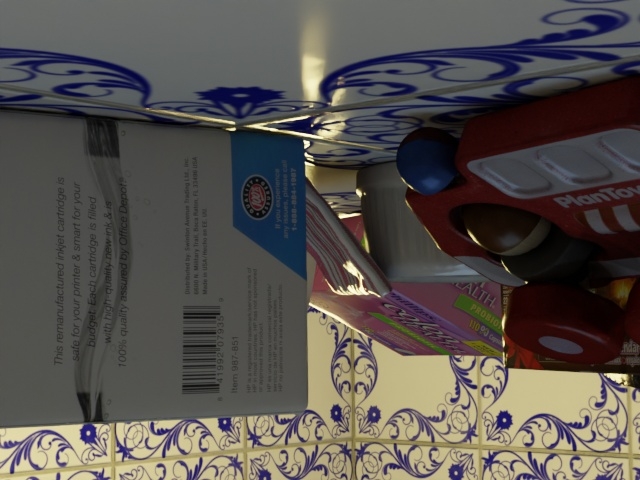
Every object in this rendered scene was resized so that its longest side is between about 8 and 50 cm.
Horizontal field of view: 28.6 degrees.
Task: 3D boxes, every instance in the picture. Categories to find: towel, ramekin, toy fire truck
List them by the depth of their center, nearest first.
[{"bbox_3d":[0.195,-0.028,0.946,0.254,0.169,0.302,31,157,-32],"label":"toy fire truck"},{"bbox_3d":[0.138,-0.015,1.232,0.207,0.109,0.207,-1,176,0],"label":"ramekin"},{"bbox_3d":[0.000,0.000,1.245,0.029,0.144,0.197,-41,-174,-9],"label":"towel"}]

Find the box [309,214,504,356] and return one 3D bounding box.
[{"bbox_3d":[0.120,0.062,1.688,0.213,0.117,0.243,30,160,-26],"label":"box"}]

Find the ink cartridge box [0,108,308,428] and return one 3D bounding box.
[{"bbox_3d":[-0.170,0.026,0.963,0.307,0.223,0.129,2,175,-33],"label":"ink cartridge box"}]

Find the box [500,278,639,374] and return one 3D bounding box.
[{"bbox_3d":[0.268,0.032,1.268,0.057,0.201,0.293,0,175,-18],"label":"box"}]

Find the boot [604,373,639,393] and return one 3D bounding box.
[{"bbox_3d":[0.356,0.049,1.309,0.091,0.229,0.263,0,176,-7],"label":"boot"}]

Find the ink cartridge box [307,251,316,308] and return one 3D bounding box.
[{"bbox_3d":[-0.159,0.018,1.356,0.207,0.117,0.283,10,-178,31],"label":"ink cartridge box"}]
